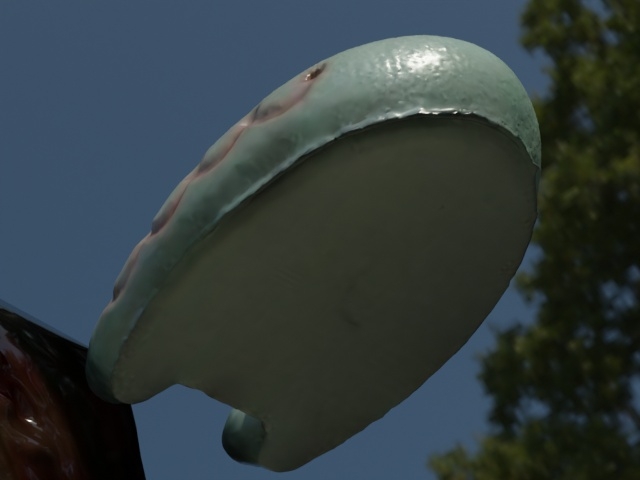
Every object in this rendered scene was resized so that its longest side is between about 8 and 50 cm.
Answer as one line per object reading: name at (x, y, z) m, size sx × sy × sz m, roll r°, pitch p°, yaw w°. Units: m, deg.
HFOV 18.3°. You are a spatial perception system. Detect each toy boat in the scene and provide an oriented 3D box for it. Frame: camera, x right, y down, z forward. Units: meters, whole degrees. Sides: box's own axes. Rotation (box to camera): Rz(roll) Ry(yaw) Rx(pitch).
toy boat at (0.000, 0.000, 0.790) m, size 0.134 × 0.079 × 0.208 m, roll 30°, pitch -66°, yaw -29°

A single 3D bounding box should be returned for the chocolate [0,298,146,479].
chocolate at (-0.314, 0.148, 0.903) m, size 0.383 × 0.384 × 0.331 m, roll -38°, pitch -25°, yaw 10°
